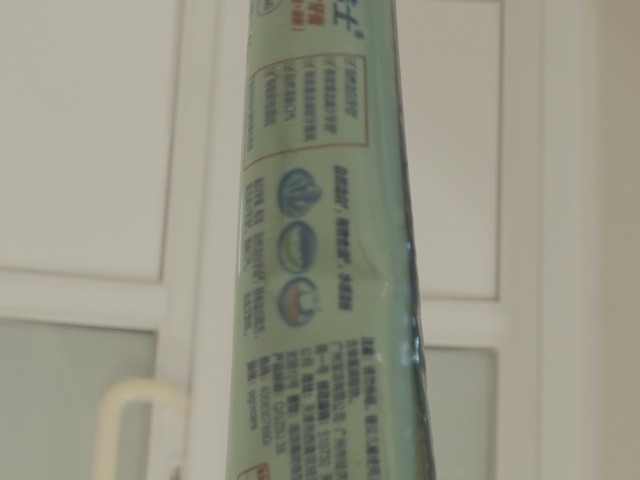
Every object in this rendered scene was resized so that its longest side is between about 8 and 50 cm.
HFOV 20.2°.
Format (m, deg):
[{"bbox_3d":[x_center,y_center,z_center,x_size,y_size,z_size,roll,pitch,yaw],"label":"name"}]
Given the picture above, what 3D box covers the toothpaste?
[{"bbox_3d":[0.001,0.000,0.527,0.069,0.268,0.047,-6,145,9],"label":"toothpaste"}]
